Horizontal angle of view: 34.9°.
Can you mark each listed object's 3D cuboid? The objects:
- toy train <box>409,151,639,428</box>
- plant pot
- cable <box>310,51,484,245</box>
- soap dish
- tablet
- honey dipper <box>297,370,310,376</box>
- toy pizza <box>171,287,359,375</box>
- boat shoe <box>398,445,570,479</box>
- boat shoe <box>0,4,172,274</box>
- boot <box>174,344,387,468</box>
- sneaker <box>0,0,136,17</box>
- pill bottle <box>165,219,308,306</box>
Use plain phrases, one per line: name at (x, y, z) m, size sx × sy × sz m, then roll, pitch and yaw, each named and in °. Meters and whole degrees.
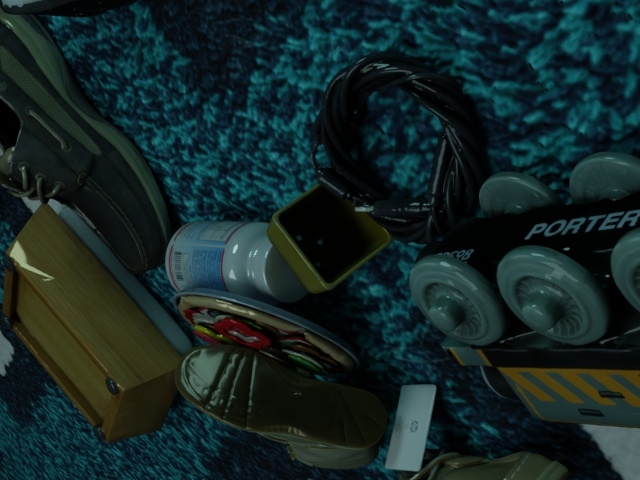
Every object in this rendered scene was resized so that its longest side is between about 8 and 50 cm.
toy train at (0.203, 0.046, 0.663) m, size 0.334 × 0.142 × 0.190 m, roll -10°, pitch 121°, yaw 54°
plant pot at (0.000, 0.000, 0.916) m, size 0.081 × 0.081 × 0.083 m, roll 53°, pitch 156°, yaw 2°
cable at (0.061, -0.067, 0.807) m, size 0.150 × 0.047 × 0.184 m, roll 49°, pitch 146°, yaw 7°
soap dish at (-0.309, 0.120, 1.367) m, size 0.291 × 0.118 × 0.229 m, roll 47°, pitch 146°, yaw 12°
tablet at (0.086, 0.179, 0.977) m, size 0.006 × 0.083 × 0.054 m, roll 23°, pitch 160°, yaw -29°
honey dipper at (-0.055, 0.175, 1.186) m, size 0.030 × 0.030 × 0.160 m, roll 54°, pitch 150°, yaw 0°
toy pizza at (-0.058, 0.102, 1.027) m, size 0.201 × 0.032 × 0.201 m, roll 18°, pitch 161°, yaw 6°
boat shoe at (0.114, 0.260, 0.967) m, size 0.110 × 0.121 × 0.341 m, roll 47°, pitch 147°, yaw 9°
boat shoe at (-0.310, -0.098, 1.159) m, size 0.355 × 0.130 × 0.132 m, roll 53°, pitch 147°, yaw 2°
boot at (-0.039, 0.177, 1.045) m, size 0.213 × 0.077 × 0.165 m, roll 15°, pitch 160°, yaw 7°
sneaker at (-0.239, -0.271, 0.989) m, size 0.234 × 0.084 × 0.097 m, roll 5°, pitch 100°, yaw 48°
pill bottle at (-0.079, 0.024, 1.024) m, size 0.160 × 0.087 × 0.087 m, roll 4°, pitch 122°, yaw 49°
